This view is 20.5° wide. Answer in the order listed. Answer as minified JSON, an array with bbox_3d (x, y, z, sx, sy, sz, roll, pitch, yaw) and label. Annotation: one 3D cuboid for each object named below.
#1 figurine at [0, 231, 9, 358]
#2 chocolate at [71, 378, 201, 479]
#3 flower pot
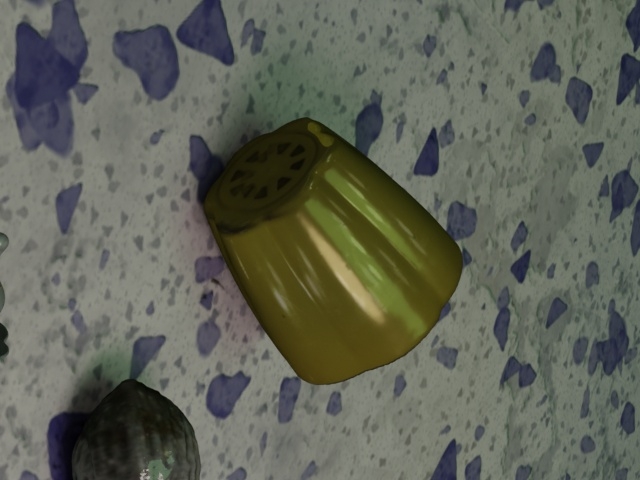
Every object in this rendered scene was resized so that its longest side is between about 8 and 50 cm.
[{"bbox_3d":[-0.258,0.043,1.286,0.082,0.094,0.086,10,126,-20],"label":"figurine"},{"bbox_3d":[-0.148,0.237,1.471,0.110,0.110,0.248,-28,118,-48],"label":"chocolate"},{"bbox_3d":[0.000,0.000,1.560,0.179,0.195,0.195,51,57,-33],"label":"flower pot"}]
